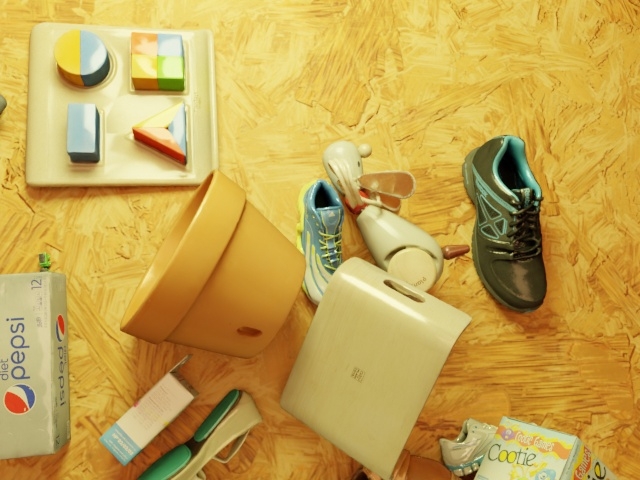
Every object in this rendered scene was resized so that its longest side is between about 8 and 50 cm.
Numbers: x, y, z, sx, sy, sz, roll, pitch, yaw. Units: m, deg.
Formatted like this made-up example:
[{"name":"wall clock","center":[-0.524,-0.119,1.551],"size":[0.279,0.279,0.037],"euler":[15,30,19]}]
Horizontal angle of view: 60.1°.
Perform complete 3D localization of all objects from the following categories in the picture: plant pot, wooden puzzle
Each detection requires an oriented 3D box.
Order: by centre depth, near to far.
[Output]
[{"name":"plant pot","center":[-0.159,0.058,0.899],"size":[0.204,0.291,0.290],"euler":[31,76,-17]},{"name":"wooden puzzle","center":[-0.369,-0.261,1.024],"size":[0.348,0.080,0.322],"euler":[-3,79,-8]}]

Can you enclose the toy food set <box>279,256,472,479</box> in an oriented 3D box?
[{"name":"toy food set","center":[0.082,0.209,0.903],"size":[0.220,0.092,0.306],"euler":[28,105,25]}]

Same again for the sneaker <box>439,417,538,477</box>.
[{"name":"sneaker","center":[0.302,0.354,0.994],"size":[0.191,0.071,0.082],"euler":[-17,76,-11]}]

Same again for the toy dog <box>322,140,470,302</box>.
[{"name":"toy dog","center":[0.144,-0.044,0.992],"size":[0.161,0.220,0.333],"euler":[-28,102,-1]}]

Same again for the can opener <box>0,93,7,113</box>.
[{"name":"can opener","center":[-0.633,-0.131,0.979],"size":[0.095,0.076,0.283],"euler":[38,73,-32]}]

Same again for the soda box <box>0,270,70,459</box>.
[{"name":"soda box","center":[-0.470,0.196,0.897],"size":[0.098,0.091,0.286],"euler":[-4,85,-8]}]

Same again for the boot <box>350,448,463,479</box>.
[{"name":"boot","center":[0.126,0.496,0.925],"size":[0.220,0.109,0.283],"euler":[27,90,7]}]

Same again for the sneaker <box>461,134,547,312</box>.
[{"name":"sneaker","center":[0.355,-0.032,1.043],"size":[0.125,0.139,0.340],"euler":[-12,81,-12]}]

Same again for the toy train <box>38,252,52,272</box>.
[{"name":"toy train","center":[-0.482,0.061,0.971],"size":[0.017,0.023,0.083],"euler":[-9,79,-9]}]

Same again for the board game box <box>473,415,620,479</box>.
[{"name":"board game box","center":[0.397,0.430,0.894],"size":[0.275,0.144,0.142],"euler":[43,67,-21]}]

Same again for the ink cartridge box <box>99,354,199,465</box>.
[{"name":"ink cartridge box","center":[-0.263,0.274,0.914],"size":[0.061,0.104,0.181],"euler":[45,77,3]}]

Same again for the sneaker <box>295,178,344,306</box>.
[{"name":"sneaker","center":[0.000,0.000,0.995],"size":[0.091,0.126,0.240],"euler":[-7,79,-9]}]

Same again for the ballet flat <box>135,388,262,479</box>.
[{"name":"ballet flat","center":[-0.198,0.359,0.924],"size":[0.248,0.086,0.086],"euler":[-42,86,-14]}]
